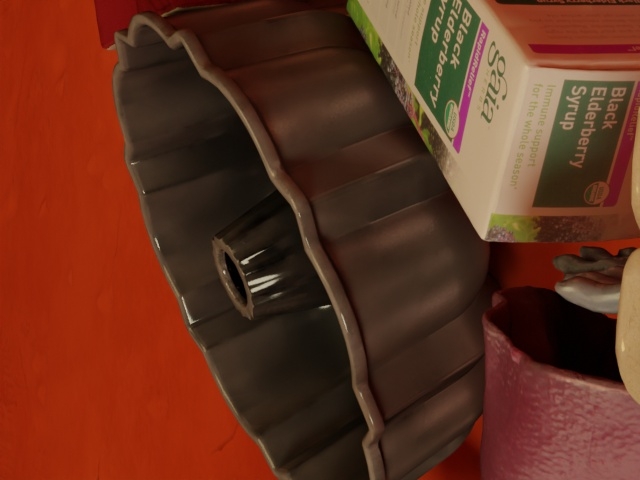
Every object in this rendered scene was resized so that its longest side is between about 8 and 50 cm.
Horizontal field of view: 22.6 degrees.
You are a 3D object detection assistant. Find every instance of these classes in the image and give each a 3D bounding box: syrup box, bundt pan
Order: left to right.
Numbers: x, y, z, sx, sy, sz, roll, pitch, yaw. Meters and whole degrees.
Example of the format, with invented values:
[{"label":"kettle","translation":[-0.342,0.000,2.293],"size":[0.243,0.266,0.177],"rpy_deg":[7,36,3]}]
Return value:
[{"label":"bundt pan","translation":[0.000,0.000,0.964],"size":[0.331,0.124,0.331],"rpy_deg":[54,158,34]},{"label":"syrup box","translation":[0.093,-0.102,0.795],"size":[0.237,0.096,0.093],"rpy_deg":[-112,26,-52]}]

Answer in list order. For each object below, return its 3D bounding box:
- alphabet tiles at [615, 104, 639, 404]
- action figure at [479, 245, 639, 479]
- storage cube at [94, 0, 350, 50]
[{"label":"alphabet tiles","translation":[0.160,0.018,0.405],"size":[0.278,0.021,0.284],"rpy_deg":[-138,45,-60]},{"label":"action figure","translation":[0.145,0.192,0.672],"size":[0.275,0.248,0.370],"rpy_deg":[5,94,42]},{"label":"storage cube","translation":[-0.047,-0.240,1.064],"size":[0.183,0.215,0.193],"rpy_deg":[174,88,-68]}]
